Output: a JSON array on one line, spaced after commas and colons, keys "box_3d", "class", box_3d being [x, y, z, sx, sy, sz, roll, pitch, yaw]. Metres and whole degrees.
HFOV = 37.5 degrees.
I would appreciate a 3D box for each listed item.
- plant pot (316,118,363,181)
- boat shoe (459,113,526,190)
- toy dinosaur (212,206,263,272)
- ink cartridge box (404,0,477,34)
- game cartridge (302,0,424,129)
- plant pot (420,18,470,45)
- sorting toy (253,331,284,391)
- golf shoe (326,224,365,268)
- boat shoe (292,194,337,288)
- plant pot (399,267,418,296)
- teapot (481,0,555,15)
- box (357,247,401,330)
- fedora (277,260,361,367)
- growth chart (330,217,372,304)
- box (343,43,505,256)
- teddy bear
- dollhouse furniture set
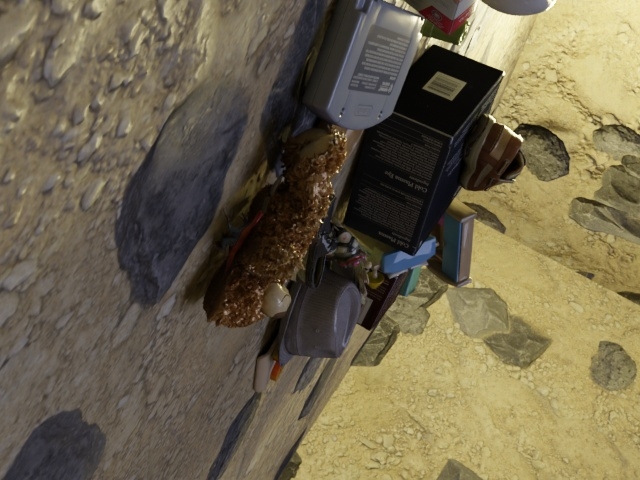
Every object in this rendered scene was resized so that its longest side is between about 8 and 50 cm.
[{"box_3d": [0.036, -0.197, 1.613, 0.236, 0.032, 0.236, -59, 169, -18], "class": "plant pot"}, {"box_3d": [0.377, -0.165, 2.036, 0.122, 0.120, 0.324, -63, 167, -6], "class": "boat shoe"}, {"box_3d": [-0.108, -0.009, 1.320, 0.082, 0.090, 0.047, -14, -170, 37], "class": "toy dinosaur"}, {"box_3d": [0.187, -0.422, 1.443, 0.072, 0.127, 0.175, -42, 165, -21], "class": "ink cartridge box"}, {"box_3d": [0.067, -0.266, 1.425, 0.198, 0.062, 0.297, -65, 163, 15], "class": "game cartridge"}, {"box_3d": [0.256, -0.433, 1.905, 0.083, 0.079, 0.083, -57, 169, -17], "class": "plant pot"}, {"box_3d": [-0.080, 0.236, 2.154, 0.208, 0.038, 0.193, -55, 167, -31], "class": "sorting toy"}, {"box_3d": [0.035, 0.000, 1.929, 0.067, 0.086, 0.186, -26, -166, -15], "class": "golf shoe"}, {"box_3d": [-0.001, 0.001, 1.830, 0.080, 0.073, 0.223, -47, 163, -52], "class": "boat shoe"}, {"box_3d": [0.219, 0.013, 2.663, 0.165, 0.165, 0.234, -17, 128, -75], "class": "plant pot"}, {"box_3d": [0.340, -0.542, 1.779, 0.256, 0.187, 0.252, 12, 79, -62], "class": "teapot"}, {"box_3d": [0.114, 0.082, 2.312, 0.203, 0.168, 0.167, -42, 158, -61], "class": "box"}, {"box_3d": [0.008, 0.168, 2.045, 0.244, 0.124, 0.275, -49, 153, -50], "class": "fedora"}, {"box_3d": [0.060, 0.060, 2.075, 0.021, 0.172, 0.237, -24, 154, -18], "class": "growth chart"}, {"box_3d": [0.222, -0.199, 2.029, 0.343, 0.179, 0.312, -49, 158, -48], "class": "box"}, {"box_3d": [-0.047, -0.015, 1.365, 0.338, 0.113, 0.245, -66, -162, -7], "class": "teddy bear"}, {"box_3d": [0.168, 0.011, 2.197, 0.303, 0.286, 0.198, -20, 128, -26], "class": "dollhouse furniture set"}]
